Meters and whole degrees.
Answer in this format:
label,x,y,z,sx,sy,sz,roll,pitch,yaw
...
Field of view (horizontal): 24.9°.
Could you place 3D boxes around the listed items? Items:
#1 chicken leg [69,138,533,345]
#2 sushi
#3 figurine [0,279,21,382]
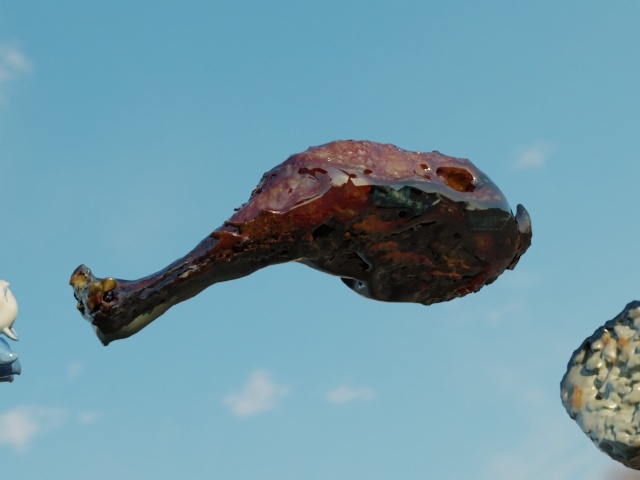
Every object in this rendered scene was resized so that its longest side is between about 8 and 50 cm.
label,x,y,z,sx,sy,sz,roll,pitch,yaw
chicken leg,0.000,0.000,0.735,0.253,0.051,0.106,-6,-49,-24
sushi,0.314,0.106,1.211,0.126,0.136,0.225,22,-51,-31
figurine,-0.268,0.071,1.146,0.079,0.114,0.114,-41,-23,-17
